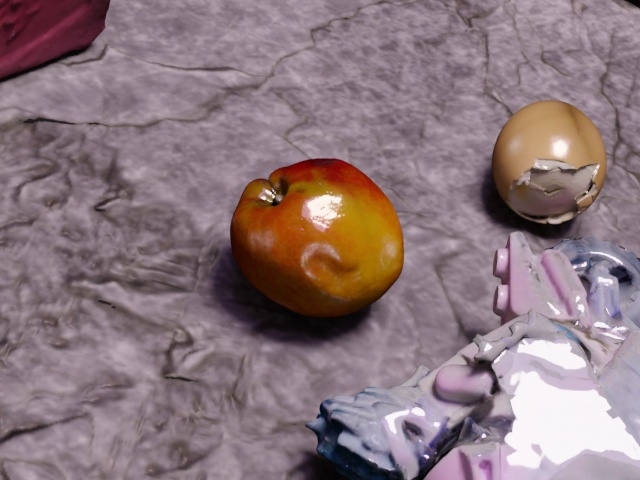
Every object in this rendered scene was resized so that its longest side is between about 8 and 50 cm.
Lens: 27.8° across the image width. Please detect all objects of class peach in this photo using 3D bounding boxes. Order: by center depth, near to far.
[{"bbox_3d":[0.000,0.001,0.783,0.100,0.101,0.101,10,44,-10],"label":"peach"}]

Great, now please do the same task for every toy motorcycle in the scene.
[{"bbox_3d":[0.095,0.087,0.711,0.204,0.108,0.239,6,34,-1],"label":"toy motorcycle"}]

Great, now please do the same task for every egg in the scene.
[{"bbox_3d":[0.160,-0.059,0.905,0.080,0.080,0.096,13,46,-6],"label":"egg"}]

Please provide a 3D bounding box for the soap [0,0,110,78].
[{"bbox_3d":[-0.249,-0.169,0.820,0.250,0.162,0.099,-30,68,-37],"label":"soap"}]
